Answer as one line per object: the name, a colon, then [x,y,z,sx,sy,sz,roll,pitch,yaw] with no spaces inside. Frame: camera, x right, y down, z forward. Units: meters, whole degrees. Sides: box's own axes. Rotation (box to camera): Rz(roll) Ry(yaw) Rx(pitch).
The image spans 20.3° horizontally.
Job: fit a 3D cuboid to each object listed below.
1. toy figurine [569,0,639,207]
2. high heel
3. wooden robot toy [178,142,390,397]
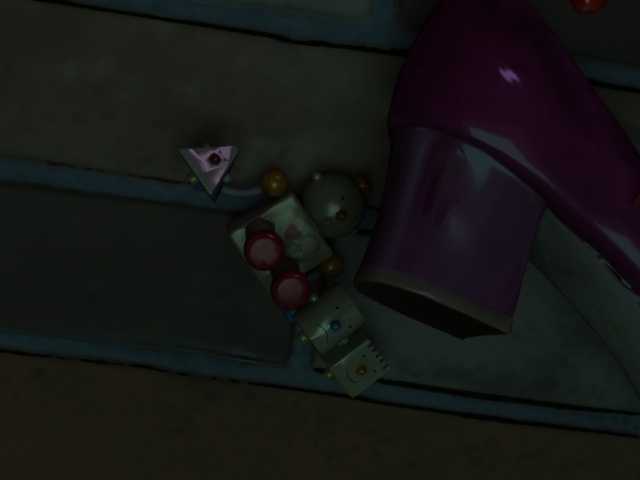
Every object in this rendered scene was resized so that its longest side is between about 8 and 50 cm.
toy figurine: [0.236,-0.208,0.866,0.217,0.191,0.362,-16,87,-39]
high heel: [0.201,0.003,0.947,0.377,0.127,0.181,24,76,-26]
wooden robot toy: [0.000,0.000,0.946,0.079,0.076,0.173,-35,109,-2]
